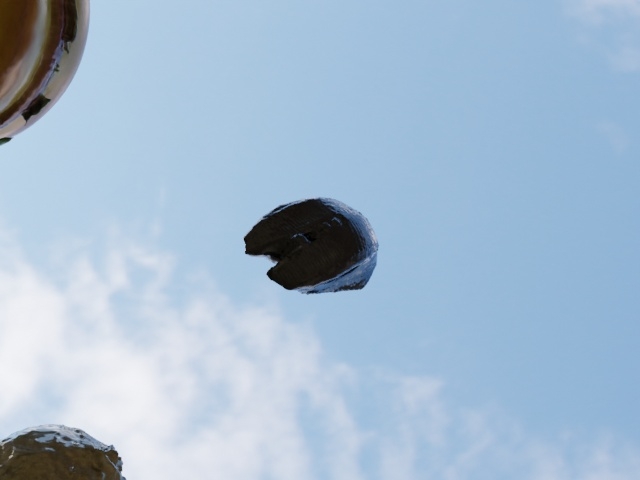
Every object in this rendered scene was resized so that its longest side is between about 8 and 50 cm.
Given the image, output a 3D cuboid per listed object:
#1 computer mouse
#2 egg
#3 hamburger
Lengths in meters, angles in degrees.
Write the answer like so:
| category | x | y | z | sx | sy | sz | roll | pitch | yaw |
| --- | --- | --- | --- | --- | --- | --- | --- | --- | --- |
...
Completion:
| category | x | y | z | sx | sy | sz | roll | pitch | yaw |
| --- | --- | --- | --- | --- | --- | --- | --- | --- | --- |
| computer mouse | 0.000 | 0.000 | 1.125 | 0.079 | 0.135 | 0.047 | 49 | -54 | 21 |
| egg | -0.171 | 0.177 | 0.895 | 0.116 | 0.118 | 0.140 | 28 | -102 | 5 |
| hamburger | -0.304 | -0.185 | 1.228 | 0.246 | 0.170 | 0.246 | 0 | -89 | 19 |
